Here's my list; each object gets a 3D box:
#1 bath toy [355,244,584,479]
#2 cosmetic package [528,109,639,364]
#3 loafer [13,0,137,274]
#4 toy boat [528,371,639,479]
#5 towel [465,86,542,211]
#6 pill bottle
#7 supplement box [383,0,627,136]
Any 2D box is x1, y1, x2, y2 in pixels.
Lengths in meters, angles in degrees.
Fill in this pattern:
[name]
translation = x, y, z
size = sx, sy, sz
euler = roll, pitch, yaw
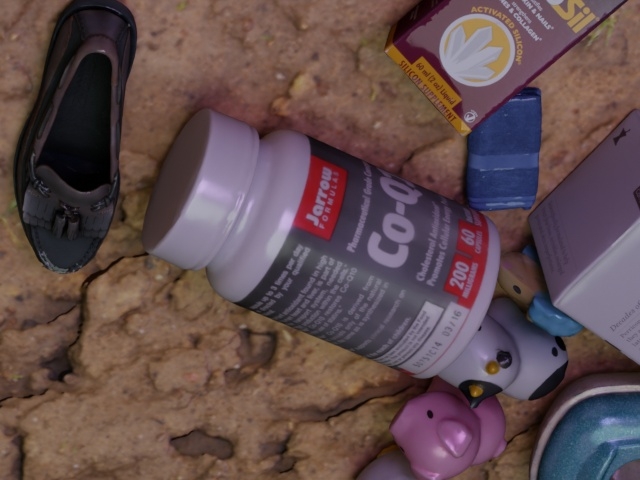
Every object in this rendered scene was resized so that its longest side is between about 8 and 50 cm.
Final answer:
[bath toy]
translation = 0.134, 0.170, 1.811
size = 0.151, 0.129, 0.348
euler = 17, 120, -25
[cosmetic package]
translation = 0.310, 0.013, 1.723
size = 0.183, 0.151, 0.151
euler = 33, 114, -21
[loafer]
translation = -0.215, -0.078, 1.658
size = 0.096, 0.084, 0.267
euler = 7, 121, -10
[toy boat]
translation = 0.326, 0.280, 1.891
size = 0.267, 0.148, 0.318
euler = 7, 120, -9
[towel]
translation = 0.164, -0.082, 1.722
size = 0.067, 0.029, 0.119
euler = -2, 123, -3
[pill bottle]
translation = 0.000, 0.000, 1.680
size = 0.283, 0.161, 0.161
euler = 23, 117, -18
[supplement box]
translation = 0.158, -0.191, 1.611
size = 0.188, 0.081, 0.104
euler = -40, 102, 18
